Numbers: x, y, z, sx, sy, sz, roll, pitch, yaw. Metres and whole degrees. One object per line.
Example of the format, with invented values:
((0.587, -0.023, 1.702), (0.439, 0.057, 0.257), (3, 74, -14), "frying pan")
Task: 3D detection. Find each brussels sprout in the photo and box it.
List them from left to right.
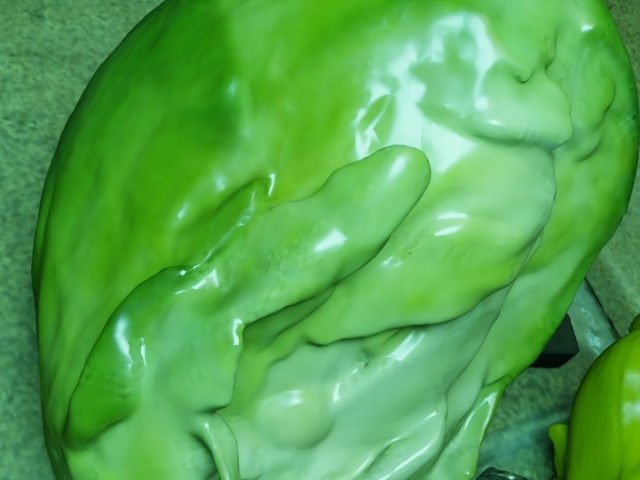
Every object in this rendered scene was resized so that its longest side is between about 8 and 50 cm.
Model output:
((0.000, 0.000, 0.620), (0.276, 0.315, 0.371), (32, 83, -38), "brussels sprout")

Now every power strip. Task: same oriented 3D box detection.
((0.134, 0.070, 0.805), (0.111, 0.029, 0.038), (3, 59, -26), "power strip")

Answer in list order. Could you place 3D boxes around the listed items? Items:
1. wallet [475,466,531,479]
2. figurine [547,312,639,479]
((0.081, 0.249, 0.556), (0.149, 0.044, 0.250), (34, 83, 18), "wallet")
((0.195, 0.199, 0.661), (0.218, 0.169, 0.327), (30, 53, -14), "figurine")
